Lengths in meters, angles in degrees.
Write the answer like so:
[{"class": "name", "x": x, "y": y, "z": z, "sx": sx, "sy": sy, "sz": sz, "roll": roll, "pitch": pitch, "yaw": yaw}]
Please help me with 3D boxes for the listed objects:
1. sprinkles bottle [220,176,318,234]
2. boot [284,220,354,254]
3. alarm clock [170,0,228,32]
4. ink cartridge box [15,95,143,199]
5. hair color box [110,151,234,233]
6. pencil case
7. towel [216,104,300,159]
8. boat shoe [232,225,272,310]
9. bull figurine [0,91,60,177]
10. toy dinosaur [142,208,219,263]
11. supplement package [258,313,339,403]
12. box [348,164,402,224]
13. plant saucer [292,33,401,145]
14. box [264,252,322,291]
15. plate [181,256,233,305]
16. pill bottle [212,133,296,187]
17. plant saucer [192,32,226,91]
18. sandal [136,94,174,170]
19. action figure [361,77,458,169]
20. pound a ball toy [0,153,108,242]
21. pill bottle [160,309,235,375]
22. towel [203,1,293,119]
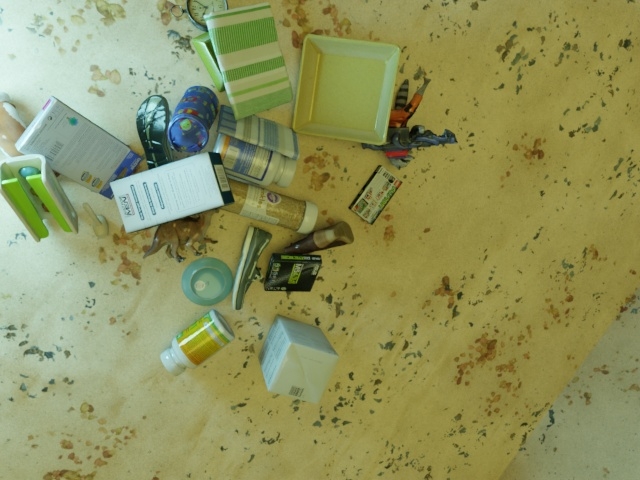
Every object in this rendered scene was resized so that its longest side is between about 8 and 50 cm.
[{"class": "sprinkles bottle", "x": -0.191, "y": -0.121, "z": 1.671, "sx": 0.356, "sy": 0.121, "sz": 0.121, "roll": 16, "pitch": 98, "yaw": -19}, {"class": "boot", "x": 0.000, "y": 0.000, "z": 1.761, "sx": 0.207, "sy": 0.248, "sz": 0.090, "roll": -20, "pitch": 83, "yaw": 24}, {"class": "alarm clock", "x": -0.379, "y": -0.735, "z": 1.499, "sx": 0.192, "sy": 0.064, "sz": 0.129, "roll": -6, "pitch": 95, "yaw": -10}, {"class": "ink cartridge box", "x": -0.738, "y": -0.277, "z": 1.460, "sx": 0.185, "sy": 0.065, "sz": 0.311, "roll": -54, "pitch": 135, "yaw": -1}, {"class": "hair color box", "x": -0.468, "y": -0.152, "z": 1.495, "sx": 0.348, "sy": 0.105, "sz": 0.173, "roll": -14, "pitch": 96, "yaw": 12}, {"class": "pencil case", "x": -0.389, "y": -0.378, "z": 1.462, "sx": 0.120, "sy": 0.306, "sz": 0.133, "roll": -12, "pitch": 126, "yaw": 4}, {"class": "towel", "x": -0.205, "y": -0.362, "z": 1.576, "sx": 0.285, "sy": 0.209, "sz": 0.034, "roll": 15, "pitch": 124, "yaw": -19}, {"class": "boat shoe", "x": -0.253, "y": 0.110, "z": 1.710, "sx": 0.099, "sy": 0.116, "sz": 0.319, "roll": 13, "pitch": 94, "yaw": -15}, {"class": "bull figurine", "x": -0.944, "y": -0.295, "z": 1.423, "sx": 0.188, "sy": 0.101, "sz": 0.310, "roll": -37, "pitch": 109, "yaw": -2}, {"class": "toy dinosaur", "x": -0.474, "y": -0.043, "z": 1.608, "sx": 0.296, "sy": 0.127, "sz": 0.200, "roll": -19, "pitch": 107, "yaw": -7}, {"class": "supplement package", "x": -0.090, "y": 0.436, "z": 1.753, "sx": 0.199, "sy": 0.263, "sz": 0.197, "roll": 22, "pitch": 96, "yaw": -19}, {"class": "box", "x": 0.213, "y": -0.175, "z": 1.820, "sx": 0.114, "sy": 0.036, "sz": 0.207, "roll": 36, "pitch": 91, "yaw": -20}, {"class": "plant saucer", "x": 0.090, "y": -0.518, "z": 1.634, "sx": 0.333, "sy": 0.081, "sz": 0.332, "roll": 11, "pitch": 101, "yaw": 9}, {"class": "box", "x": -0.105, "y": 0.122, "z": 1.741, "sx": 0.184, "sy": 0.045, "sz": 0.190, "roll": 5, "pitch": 139, "yaw": -16}, {"class": "plate", "x": -0.413, "y": 0.154, "z": 1.722, "sx": 0.188, "sy": 0.024, "sz": 0.188, "roll": -4, "pitch": 104, "yaw": -16}, {"class": "pill bottle", "x": -0.226, "y": -0.275, "z": 1.609, "sx": 0.272, "sy": 0.152, "sz": 0.152, "roll": 17, "pitch": 97, "yaw": -20}, {"class": "plant saucer", "x": -0.298, "y": -0.622, "z": 1.563, "sx": 0.189, "sy": 0.045, "sz": 0.188, "roll": -30, "pitch": 109, "yaw": -8}, {"class": "sandal", "x": -0.525, "y": -0.328, "z": 1.548, "sx": 0.120, "sy": 0.086, "sz": 0.302, "roll": 12, "pitch": 121, "yaw": 17}, {"class": "action figure", "x": 0.330, "y": -0.425, "z": 1.729, "sx": 0.342, "sy": 0.178, "sz": 0.329, "roll": 7, "pitch": 107, "yaw": 8}, {"class": "pound a ball toy", "x": -0.805, "y": -0.124, "z": 1.442, "sx": 0.208, "sy": 0.135, "sz": 0.319, "roll": -14, "pitch": 149, "yaw": -14}, {"class": "pill bottle", "x": -0.448, "y": 0.375, "z": 1.702, "sx": 0.246, "sy": 0.136, "sz": 0.136, "roll": -37, "pitch": 110, "yaw": -5}, {"class": "towel", "x": -0.225, "y": -0.589, "z": 1.539, "sx": 0.248, "sy": 0.038, "sz": 0.324, "roll": -28, "pitch": 115, "yaw": -30}]
